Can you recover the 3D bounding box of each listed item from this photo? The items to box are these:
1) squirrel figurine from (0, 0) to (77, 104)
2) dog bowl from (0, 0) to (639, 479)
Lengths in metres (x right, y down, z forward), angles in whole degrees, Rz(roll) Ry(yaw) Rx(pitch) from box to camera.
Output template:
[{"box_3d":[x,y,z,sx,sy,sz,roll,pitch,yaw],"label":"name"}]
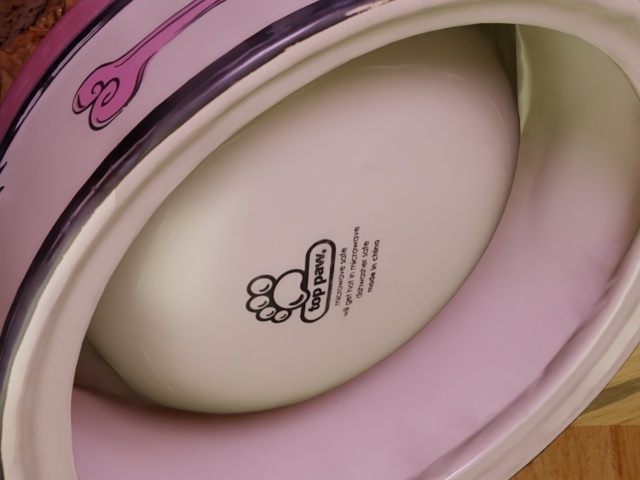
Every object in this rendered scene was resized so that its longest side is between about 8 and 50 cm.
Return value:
[{"box_3d":[-0.202,-0.065,0.908,0.397,0.281,0.370,-16,153,-15],"label":"squirrel figurine"},{"box_3d":[0.000,0.000,0.775,0.408,0.150,0.408,-21,138,-20],"label":"dog bowl"}]
